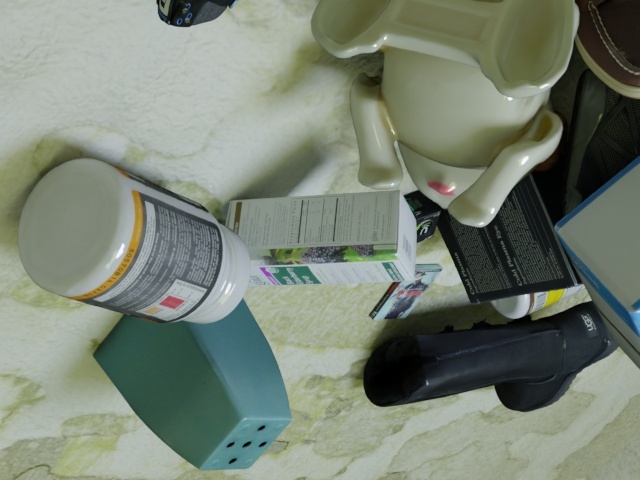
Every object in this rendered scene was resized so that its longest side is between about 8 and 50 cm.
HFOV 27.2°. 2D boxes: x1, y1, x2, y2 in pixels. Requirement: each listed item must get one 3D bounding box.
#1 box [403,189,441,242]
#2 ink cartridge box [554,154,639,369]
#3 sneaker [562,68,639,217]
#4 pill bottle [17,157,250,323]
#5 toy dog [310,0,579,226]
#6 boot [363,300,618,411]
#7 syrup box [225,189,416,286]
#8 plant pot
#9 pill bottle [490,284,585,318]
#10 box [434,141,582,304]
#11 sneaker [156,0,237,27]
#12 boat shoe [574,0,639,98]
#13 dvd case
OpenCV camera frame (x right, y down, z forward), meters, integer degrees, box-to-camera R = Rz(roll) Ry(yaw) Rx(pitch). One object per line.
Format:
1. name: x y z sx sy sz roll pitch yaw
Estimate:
1. box: 0.129 -0.029 1.989 0.083 0.052 0.062 -22 146 -27
2. ink cartridge box: 0.498 0.026 1.720 0.285 0.166 0.395 -39 146 1
3. sneaker: 0.374 -0.096 1.674 0.087 0.130 0.227 -63 162 -77
4. pill bottle: -0.213 0.012 1.580 0.162 0.162 0.278 -45 148 13
5. toy dog: 0.174 -0.206 1.627 0.408 0.285 0.395 77 25 -57
6. boot: 0.276 0.245 2.417 0.445 0.146 0.367 -11 154 -31
7. syrup box: 0.000 0.000 1.734 0.237 0.096 0.093 -4 155 17
8. plant pot: -0.158 0.191 1.808 0.166 0.234 0.165 12 124 -52
9. pill bottle: 0.397 0.049 2.311 0.215 0.117 0.117 -21 146 -27
10. box: 0.395 -0.059 1.968 0.343 0.179 0.312 -23 -179 -23
11. sneaker: -0.149 -0.274 1.336 0.217 0.079 0.121 4 129 -50
12. boat shoe: 0.349 -0.319 1.565 0.123 0.342 0.123 -12 144 8
13. dvd case: 0.142 0.086 2.197 0.087 0.013 0.119 1 132 -47
